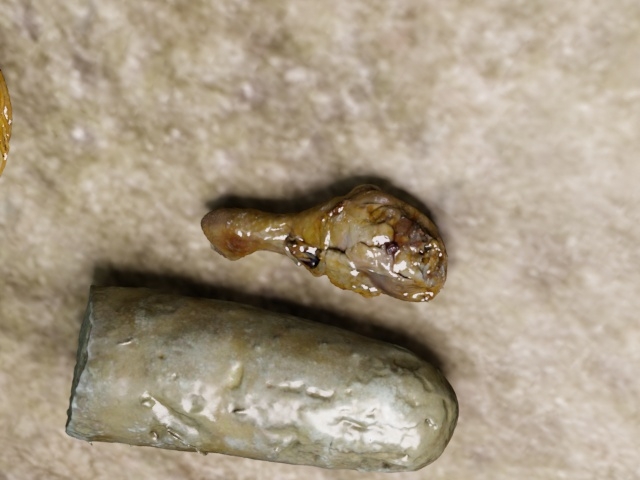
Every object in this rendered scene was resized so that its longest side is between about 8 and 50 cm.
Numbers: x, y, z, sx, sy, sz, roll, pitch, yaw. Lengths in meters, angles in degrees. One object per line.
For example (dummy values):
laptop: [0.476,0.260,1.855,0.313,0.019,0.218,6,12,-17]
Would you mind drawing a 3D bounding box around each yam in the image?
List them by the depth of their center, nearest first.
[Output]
yam: [-0.055,0.117,1.363,0.330,0.133,0.133,9,123,11]

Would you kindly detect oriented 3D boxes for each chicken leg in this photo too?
chicken leg: [0.001,-0.003,1.317,0.198,0.069,0.085,8,146,21]

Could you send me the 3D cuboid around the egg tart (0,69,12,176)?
egg tart: [-0.341,-0.092,1.322,0.212,0.090,0.212,-9,117,-18]
